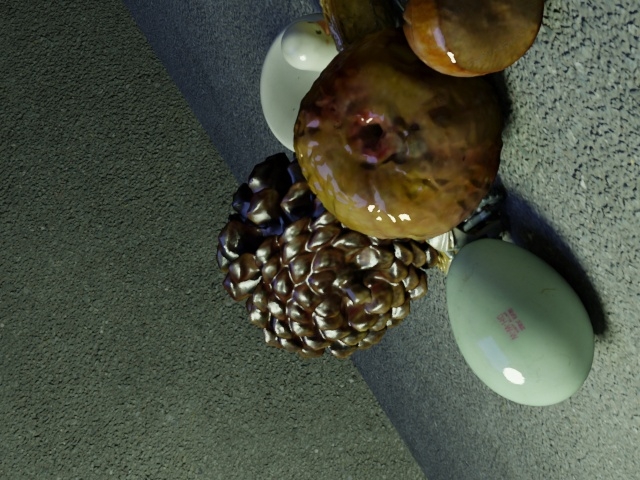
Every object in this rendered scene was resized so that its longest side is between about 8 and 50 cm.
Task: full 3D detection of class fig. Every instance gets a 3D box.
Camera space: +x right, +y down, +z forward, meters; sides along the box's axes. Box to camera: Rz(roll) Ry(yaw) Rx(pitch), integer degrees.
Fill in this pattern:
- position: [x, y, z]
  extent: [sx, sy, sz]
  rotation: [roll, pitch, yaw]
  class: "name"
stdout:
- position: [0.128, -0.130, 1.520]
  extent: [0.286, 0.286, 0.369]
  rotation: [57, -168, 15]
  class: "fig"

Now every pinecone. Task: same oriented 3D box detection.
- position: [0.000, 0.000, 1.969]
  extent: [0.397, 0.398, 0.397]
  rotation: [56, 168, 19]
  class: "pinecone"

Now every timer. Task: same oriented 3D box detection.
- position: [-0.006, -0.250, 1.717]
  extent: [0.233, 0.240, 0.233]
  rotation: [4, 95, 41]
  class: "timer"

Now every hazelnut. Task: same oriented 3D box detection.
- position: [0.168, -0.247, 1.201]
  extent: [0.150, 0.150, 0.150]
  rotation: [56, 168, 19]
  class: "hazelnut"

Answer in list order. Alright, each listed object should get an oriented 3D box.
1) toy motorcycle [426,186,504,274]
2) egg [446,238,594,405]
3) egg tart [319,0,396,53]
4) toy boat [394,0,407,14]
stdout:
- position: [0.209, -0.010, 1.649]
  extent: [0.094, 0.130, 0.229]
  rotation: [58, 168, 21]
  class: "toy motorcycle"
- position: [0.277, 0.112, 1.527]
  extent: [0.264, 0.183, 0.183]
  rotation: [59, 169, 27]
  class: "egg"
- position: [0.060, -0.318, 1.553]
  extent: [0.191, 0.074, 0.191]
  rotation: [51, -151, -45]
  class: "egg tart"
- position: [0.116, -0.339, 1.479]
  extent: [0.083, 0.038, 0.038]
  rotation: [59, 168, 10]
  class: "toy boat"
